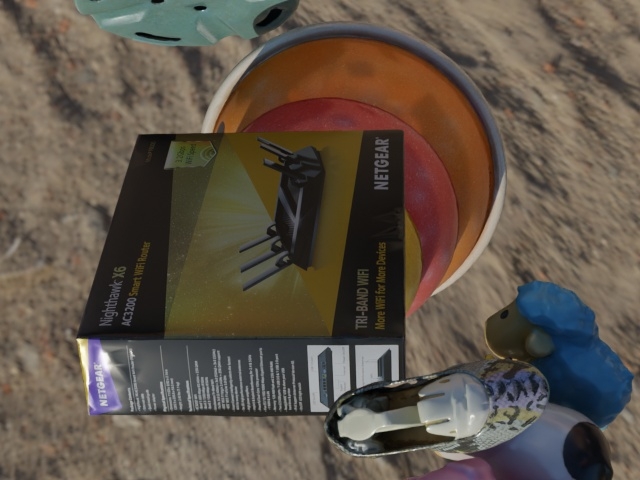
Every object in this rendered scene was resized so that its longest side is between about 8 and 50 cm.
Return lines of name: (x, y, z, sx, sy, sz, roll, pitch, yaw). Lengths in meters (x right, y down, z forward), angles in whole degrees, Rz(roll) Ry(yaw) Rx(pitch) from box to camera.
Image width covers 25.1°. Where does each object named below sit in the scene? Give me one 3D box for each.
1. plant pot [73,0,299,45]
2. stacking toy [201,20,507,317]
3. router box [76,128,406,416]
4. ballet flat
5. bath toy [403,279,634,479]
plant pot: (-0.153, -0.419, 1.635, 0.341, 0.341, 0.334, 0, 76, -3)
stacking toy: (0.000, 0.000, 1.444, 0.351, 0.480, 0.350, 4, 114, 9)
router box: (-0.050, 0.017, 1.181, 0.243, 0.309, 0.081, -1, 124, 3)
ballet flat: (0.048, 0.079, 0.652, 0.114, 0.041, 0.041, -16, 103, 36)
bath toy: (0.120, 0.194, 1.025, 0.151, 0.348, 0.129, 19, 142, 12)
